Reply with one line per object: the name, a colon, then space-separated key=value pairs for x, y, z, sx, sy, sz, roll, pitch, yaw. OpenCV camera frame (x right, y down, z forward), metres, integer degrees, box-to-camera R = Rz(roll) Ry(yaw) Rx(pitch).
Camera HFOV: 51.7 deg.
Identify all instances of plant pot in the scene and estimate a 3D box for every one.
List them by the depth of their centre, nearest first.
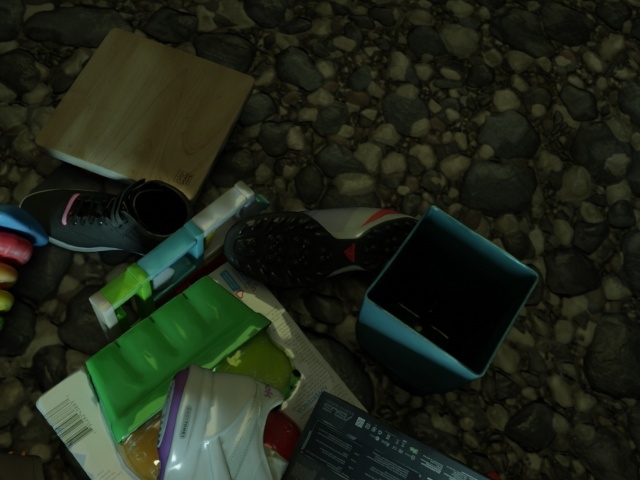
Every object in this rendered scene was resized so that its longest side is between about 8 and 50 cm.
plant pot: x=0.149 y=0.107 z=0.904 sx=0.165 sy=0.234 sz=0.165 roll=34 pitch=64 yaw=10

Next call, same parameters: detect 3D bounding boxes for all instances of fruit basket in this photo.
fruit basket: x=-0.125 y=0.244 z=0.864 sx=0.327 sy=0.165 sz=0.353 roll=-38 pitch=90 yaw=-23

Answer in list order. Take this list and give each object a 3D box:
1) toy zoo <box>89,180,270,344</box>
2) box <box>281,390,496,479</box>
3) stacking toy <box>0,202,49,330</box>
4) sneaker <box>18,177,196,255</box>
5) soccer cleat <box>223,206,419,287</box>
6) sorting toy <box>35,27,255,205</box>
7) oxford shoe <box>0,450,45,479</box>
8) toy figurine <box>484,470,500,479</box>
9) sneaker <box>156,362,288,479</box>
toy zoo: x=-0.178 y=0.031 z=0.917 sx=0.030 sy=0.192 sz=0.293 roll=43 pitch=64 yaw=12
box: x=0.065 y=0.304 z=0.742 sx=0.232 sy=0.059 sz=0.183 roll=21 pitch=78 yaw=26
stacking toy: x=-0.481 y=0.104 z=0.875 sx=0.165 sy=0.175 sz=0.302 roll=1 pitch=77 yaw=-1
sneaker: x=-0.304 y=-0.045 z=0.962 sx=0.295 sy=0.147 sz=0.104 roll=14 pitch=64 yaw=0
soccer cleat: x=0.000 y=0.000 z=0.973 sx=0.318 sy=0.116 sz=0.109 roll=-4 pitch=106 yaw=-28
sorting toy: x=-0.272 y=-0.188 z=1.071 sx=0.255 sy=0.089 sz=0.257 roll=20 pitch=63 yaw=2
oxford shoe: x=-0.416 y=0.301 z=0.796 sx=0.363 sy=0.130 sz=0.133 roll=38 pitch=51 yaw=3
toy figurine: x=0.174 y=0.396 z=0.820 sx=0.213 sy=0.148 sz=0.209 roll=5 pitch=69 yaw=-8
sneaker: x=-0.113 y=0.295 z=0.720 sx=0.152 sy=0.114 sz=0.305 roll=11 pitch=88 yaw=-18
